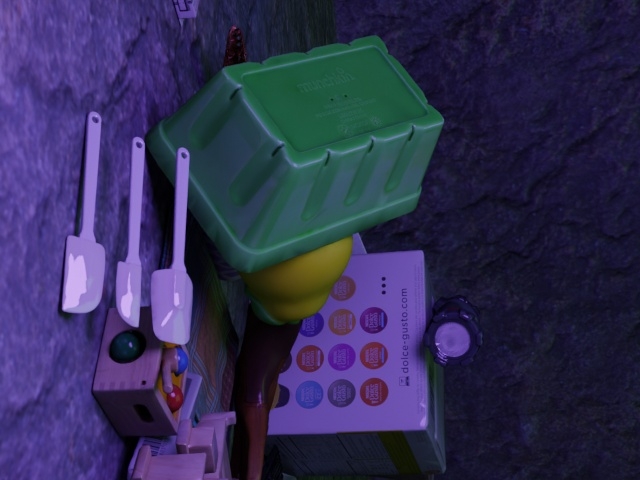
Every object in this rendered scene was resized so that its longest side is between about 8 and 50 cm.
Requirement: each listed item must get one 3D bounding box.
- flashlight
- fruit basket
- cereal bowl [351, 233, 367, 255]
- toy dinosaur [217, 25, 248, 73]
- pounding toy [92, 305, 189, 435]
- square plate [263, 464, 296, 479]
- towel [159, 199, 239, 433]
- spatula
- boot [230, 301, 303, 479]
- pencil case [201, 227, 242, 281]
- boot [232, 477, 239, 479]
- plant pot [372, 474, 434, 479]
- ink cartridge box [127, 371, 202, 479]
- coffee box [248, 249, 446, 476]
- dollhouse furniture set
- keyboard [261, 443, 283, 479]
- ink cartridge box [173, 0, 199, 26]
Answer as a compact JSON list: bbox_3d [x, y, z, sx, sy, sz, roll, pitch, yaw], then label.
[{"bbox_3d":[0.248,0.158,1.946,0.304,0.103,0.103,-9,93,-78],"label":"flashlight"},{"bbox_3d":[-0.042,-0.069,1.503,0.283,0.392,0.392,54,-1,17],"label":"fruit basket"},{"bbox_3d":[0.000,0.000,2.292,0.339,0.141,0.339,158,-90,-88],"label":"cereal bowl"},{"bbox_3d":[-0.132,-0.173,1.724,0.322,0.164,0.218,62,0,-38],"label":"toy dinosaur"},{"bbox_3d":[-0.192,0.149,1.227,0.141,0.100,0.130,77,13,-52],"label":"pounding toy"},{"bbox_3d":[-0.091,0.594,1.966,0.344,0.049,0.348,60,28,-71],"label":"square plate"},{"bbox_3d":[-0.173,0.146,1.574,0.370,0.040,0.272,77,14,-52],"label":"towel"},{"bbox_3d":[-0.204,-0.015,1.196,0.168,0.019,0.242,19,58,-36],"label":"spatula"},{"bbox_3d":[-0.104,0.253,1.719,0.264,0.096,0.281,125,-22,-50],"label":"boot"},{"bbox_3d":[-0.146,-0.025,1.634,0.088,0.086,0.206,-48,150,-26],"label":"pencil case"},{"bbox_3d":[-0.113,0.487,1.575,0.248,0.090,0.207,-126,-145,-72],"label":"boot"},{"bbox_3d":[0.087,0.380,2.370,0.334,0.305,0.334,-2,90,-82],"label":"plant pot"},{"bbox_3d":[-0.203,0.307,1.354,0.189,0.066,0.232,-79,-174,-58],"label":"ink cartridge box"},{"bbox_3d":[0.055,0.247,2.072,0.338,0.334,0.338,64,25,-63],"label":"coffee box"},{"bbox_3d":[-0.176,0.280,1.164,0.355,0.173,0.303,-92,177,-67],"label":"dollhouse furniture set"},{"bbox_3d":[-0.076,0.424,1.843,0.192,0.038,0.100,-53,139,-75],"label":"keyboard"},{"bbox_3d":[-0.198,-0.360,1.590,0.083,0.028,0.048,78,12,-49],"label":"ink cartridge box"}]
